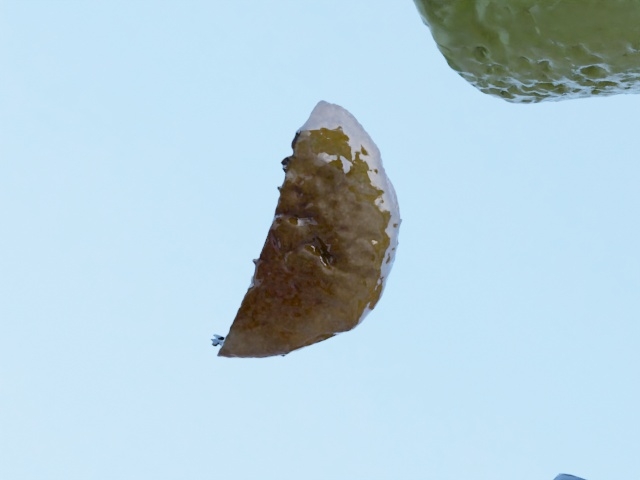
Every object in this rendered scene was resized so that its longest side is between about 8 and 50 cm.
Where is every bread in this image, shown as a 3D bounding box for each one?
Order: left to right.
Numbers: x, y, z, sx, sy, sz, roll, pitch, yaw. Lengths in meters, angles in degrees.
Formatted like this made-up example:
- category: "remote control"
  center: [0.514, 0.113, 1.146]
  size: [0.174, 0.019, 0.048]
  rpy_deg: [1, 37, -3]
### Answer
- category: "bread"
  center: [0.006, 0.009, 1.549]
  size: [0.134, 0.129, 0.260]
  rpy_deg: [25, -83, 5]
- category: "bread"
  center: [0.231, -0.264, 1.235]
  size: [0.307, 0.348, 0.348]
  rpy_deg: [-12, -58, 29]

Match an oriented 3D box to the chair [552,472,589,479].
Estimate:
- category: "chair"
  center: [-0.064, 0.270, 0.483]
  size: [0.240, 0.416, 0.203]
  rpy_deg: [-5, -52, 54]
